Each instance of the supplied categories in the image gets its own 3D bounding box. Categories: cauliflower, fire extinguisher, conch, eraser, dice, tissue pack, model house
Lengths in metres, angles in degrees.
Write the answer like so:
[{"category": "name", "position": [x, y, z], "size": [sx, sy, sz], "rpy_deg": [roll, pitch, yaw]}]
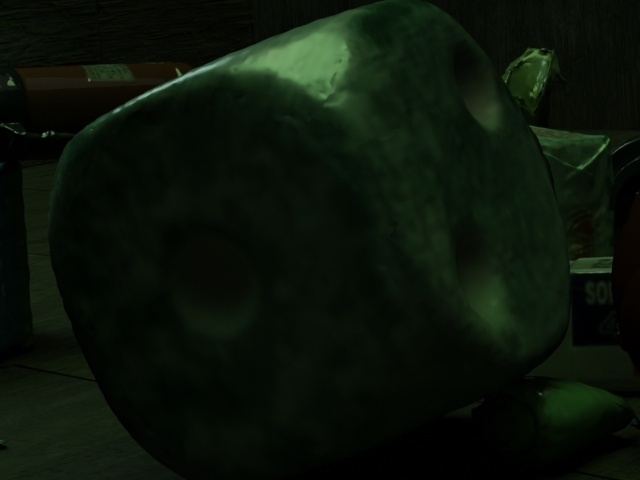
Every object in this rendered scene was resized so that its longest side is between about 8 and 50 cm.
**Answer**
[{"category": "cauliflower", "position": [0.222, -0.084, 2.283], "size": [0.327, 0.281, 0.260], "rpy_deg": [20, 55, 32]}, {"category": "fire extinguisher", "position": [-0.237, -0.134, 2.059], "size": [0.376, 0.113, 0.200], "rpy_deg": [-6, 51, -31]}, {"category": "conch", "position": [0.195, 0.152, 1.472], "size": [0.170, 0.079, 0.105], "rpy_deg": [6, 8, -43]}, {"category": "eraser", "position": [0.330, 0.080, 1.650], "size": [0.279, 0.124, 0.081], "rpy_deg": [-2, 9, 17]}, {"category": "dice", "position": [0.000, 0.000, 1.469], "size": [0.328, 0.330, 0.348], "rpy_deg": [-21, 0, 29]}, {"category": "tissue pack", "position": [0.213, -0.015, 1.972], "size": [0.128, 0.228, 0.311], "rpy_deg": [-8, 11, -24]}, {"category": "model house", "position": [-0.445, 0.028, 2.045], "size": [0.215, 0.237, 0.303], "rpy_deg": [0, 9, 16]}]

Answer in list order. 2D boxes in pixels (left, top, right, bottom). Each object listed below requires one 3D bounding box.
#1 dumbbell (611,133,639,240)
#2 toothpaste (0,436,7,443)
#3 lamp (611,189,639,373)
[{"category": "dumbbell", "position": [0.450, -0.053, 2.192], "size": [0.192, 0.192, 0.290], "rpy_deg": [-1, 11, 25]}, {"category": "toothpaste", "position": [-0.402, 0.171, 1.736], "size": [0.096, 0.061, 0.266], "rpy_deg": [-8, 17, -26]}, {"category": "lamp", "position": [0.396, 0.039, 1.441], "size": [0.303, 0.257, 0.303], "rpy_deg": [1, 50, -2]}]
